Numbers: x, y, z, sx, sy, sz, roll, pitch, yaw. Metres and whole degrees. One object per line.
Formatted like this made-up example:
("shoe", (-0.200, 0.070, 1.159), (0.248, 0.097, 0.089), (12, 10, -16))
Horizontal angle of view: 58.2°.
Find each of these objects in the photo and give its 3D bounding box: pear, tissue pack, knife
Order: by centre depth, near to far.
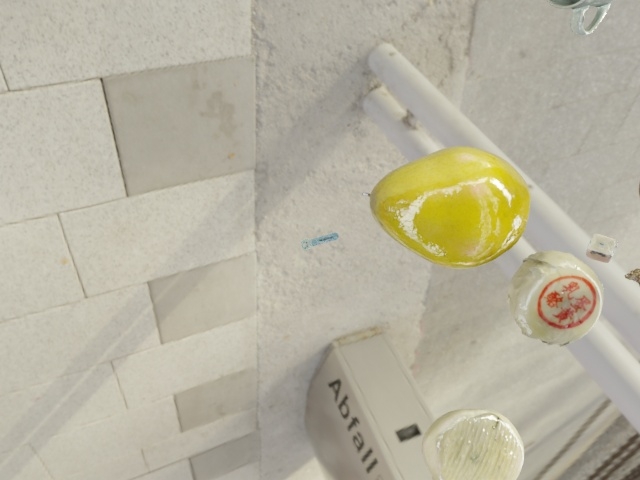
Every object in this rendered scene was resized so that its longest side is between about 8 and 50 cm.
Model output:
("pear", (0.275, -0.083, 1.231), (0.336, 0.285, 0.285), (25, 118, -23))
("knife", (0.000, 0.000, 1.337), (0.096, 0.010, 0.027), (-16, 103, -21))
("tissue pack", (0.826, 0.025, 1.691), (0.059, 0.074, 0.094), (-66, 153, -7))

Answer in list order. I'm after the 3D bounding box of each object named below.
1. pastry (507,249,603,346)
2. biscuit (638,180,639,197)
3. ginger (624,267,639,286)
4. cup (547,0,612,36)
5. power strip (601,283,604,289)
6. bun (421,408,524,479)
("pastry", (0.628, 0.156, 1.542), (0.264, 0.133, 0.265), (0, 107, 0))
("biscuit", (0.705, -0.090, 1.166), (0.026, 0.175, 0.124), (-7, 104, 0))
("ginger", (0.836, 0.167, 1.319), (0.122, 0.290, 0.084), (7, 127, -33))
("cup", (0.783, -0.724, 1.663), (0.234, 0.186, 0.258), (-10, 104, -33))
("power strip", (0.832, 0.153, 1.770), (0.083, 0.027, 0.017), (-12, 179, -8))
("bun", (0.333, 0.478, 1.292), (0.237, 0.210, 0.116), (17, 169, -8))
